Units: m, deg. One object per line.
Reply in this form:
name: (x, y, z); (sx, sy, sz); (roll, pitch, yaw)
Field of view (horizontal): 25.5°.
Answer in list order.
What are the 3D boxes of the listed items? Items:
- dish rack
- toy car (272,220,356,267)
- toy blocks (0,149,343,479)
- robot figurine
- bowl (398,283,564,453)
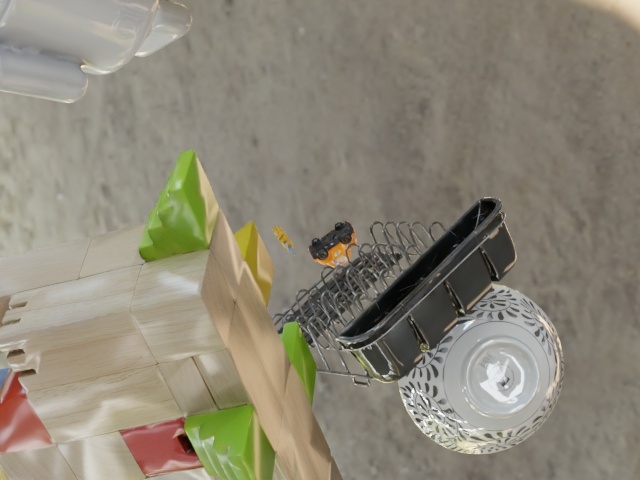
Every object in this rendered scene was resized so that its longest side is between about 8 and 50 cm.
dish rack: (0.048, 0.050, 1.364); (0.271, 0.208, 0.074); (0, 126, 57)
toy car: (0.000, 0.000, 1.610); (0.040, 0.060, 0.122); (54, 166, -30)
toy blocks: (-0.147, 0.142, 1.017); (0.191, 0.261, 0.381); (-82, -25, -53)
robot figurine: (-0.316, -0.302, 1.570); (0.200, 0.353, 0.300); (-23, 65, 50)
bowl: (0.165, 0.127, 1.358); (0.080, 0.170, 0.170); (-179, 76, -81)
